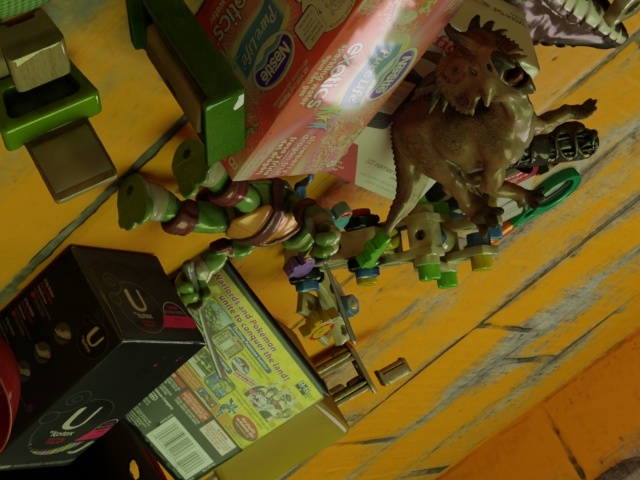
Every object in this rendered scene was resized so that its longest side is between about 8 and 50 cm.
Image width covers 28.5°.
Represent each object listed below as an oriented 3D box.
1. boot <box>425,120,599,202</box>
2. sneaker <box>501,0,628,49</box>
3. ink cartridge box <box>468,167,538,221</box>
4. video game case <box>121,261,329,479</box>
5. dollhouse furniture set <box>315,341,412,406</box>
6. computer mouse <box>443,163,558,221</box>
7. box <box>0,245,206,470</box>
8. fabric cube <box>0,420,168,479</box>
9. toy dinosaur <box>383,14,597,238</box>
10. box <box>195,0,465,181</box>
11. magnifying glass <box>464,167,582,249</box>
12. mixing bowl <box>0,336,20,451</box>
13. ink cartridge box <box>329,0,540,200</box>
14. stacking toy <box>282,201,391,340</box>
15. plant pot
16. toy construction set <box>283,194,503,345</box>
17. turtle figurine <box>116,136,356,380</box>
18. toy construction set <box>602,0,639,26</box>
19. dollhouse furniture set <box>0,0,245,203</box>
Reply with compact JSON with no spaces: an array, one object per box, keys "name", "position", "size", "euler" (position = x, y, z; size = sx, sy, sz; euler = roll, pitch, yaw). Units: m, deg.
[{"name":"boot","position":[0.233,-0.114,1.565],"size":[0.229,0.091,0.263],"euler":[-8,-171,-1]},{"name":"sneaker","position":[0.234,-0.259,1.469],"size":[0.162,0.106,0.281],"euler":[-37,147,26]},{"name":"ink cartridge box","position":[0.241,-0.102,1.768],"size":[0.063,0.109,0.150],"euler":[-27,158,-15]},{"name":"video game case","position":[-0.162,0.180,1.712],"size":[0.248,0.035,0.275],"euler":[-34,117,4]},{"name":"dollhouse furniture set","position":[0.047,0.234,2.286],"size":[0.182,0.101,0.161],"euler":[-28,-178,-10]},{"name":"computer mouse","position":[0.280,-0.079,1.958],"size":[0.242,0.041,0.071],"euler":[-24,156,-21]},{"name":"box","position":[-0.303,0.147,1.534],"size":[0.270,0.143,0.165],"euler":[-42,156,22]},{"name":"fabric cube","position":[-0.390,0.395,1.791],"size":[0.259,0.254,0.258],"euler":[-13,151,-39]},{"name":"toy dinosaur","position":[0.137,-0.118,1.270],"size":[0.200,0.127,0.296],"euler":[35,140,-23]},{"name":"box","position":[0.003,-0.208,1.181],"size":[0.142,0.154,0.300],"euler":[-8,147,-44]},{"name":"magnifying glass","position":[0.343,-0.045,2.138],"size":[0.231,0.026,0.092],"euler":[-39,157,12]},{"name":"mixing bowl","position":[-0.409,0.157,1.424],"size":[0.181,0.181,0.098],"euler":[-44,-174,27]},{"name":"ink cartridge box","position":[0.094,-0.168,1.365],"size":[0.172,0.100,0.237],"euler":[21,130,-26]},{"name":"stacking toy","position":[0.000,0.000,1.591],"size":[0.052,0.167,0.221],"euler":[-12,150,-40]},{"name":"plant pot","position":[-0.115,0.225,1.888],"size":[0.212,0.212,0.187],"euler":[-32,144,-1]},{"name":"toy construction set","position":[0.076,0.027,1.734],"size":[0.328,0.151,0.215],"euler":[-30,160,32]},{"name":"turtle figurine","position":[-0.087,0.015,1.422],"size":[0.266,0.198,0.274],"euler":[28,76,-45]},{"name":"toy construction set","position":[0.329,-0.350,1.198],"size":[0.257,0.237,0.309],"euler":[-4,145,-49]},{"name":"dollhouse furniture set","position":[-0.182,-0.169,1.021],"size":[0.198,0.151,0.301],"euler":[-26,157,-15]}]
